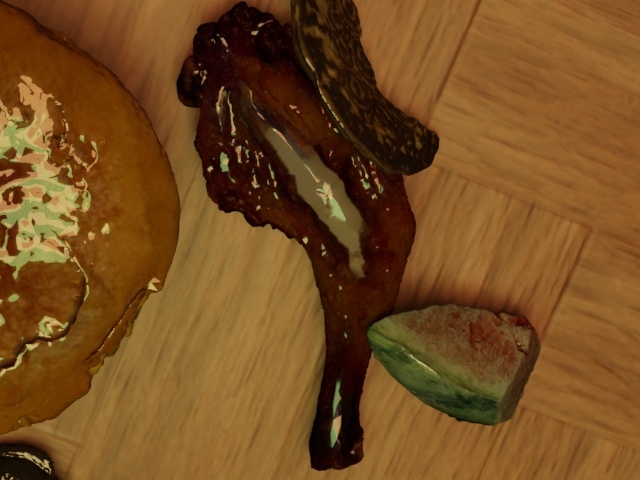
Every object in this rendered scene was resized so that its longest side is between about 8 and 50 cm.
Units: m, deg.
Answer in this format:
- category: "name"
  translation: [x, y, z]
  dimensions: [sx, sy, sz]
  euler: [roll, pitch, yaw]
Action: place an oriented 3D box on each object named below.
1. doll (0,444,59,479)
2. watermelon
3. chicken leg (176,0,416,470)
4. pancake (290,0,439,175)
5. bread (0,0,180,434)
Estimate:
- category: "doll"
  translation: [-0.250, 0.243, 1.590]
  dimensions: [0.165, 0.057, 0.139]
  euler: [27, 101, -3]
- category: "watermelon"
  translation: [0.120, 0.101, 1.569]
  dimensions: [0.180, 0.081, 0.094]
  euler: [12, 80, -39]
- category: "chicken leg"
  translation: [0.000, 0.000, 1.543]
  dimensions: [0.158, 0.096, 0.407]
  euler: [-15, 107, 3]
- category: "pancake"
  translation: [0.032, -0.140, 1.515]
  dimensions: [0.020, 0.184, 0.190]
  euler: [-23, 70, 30]
- category: "bread"
  translation: [-0.300, -0.028, 1.447]
  dimensions: [0.358, 0.204, 0.337]
  euler: [33, 95, -16]
